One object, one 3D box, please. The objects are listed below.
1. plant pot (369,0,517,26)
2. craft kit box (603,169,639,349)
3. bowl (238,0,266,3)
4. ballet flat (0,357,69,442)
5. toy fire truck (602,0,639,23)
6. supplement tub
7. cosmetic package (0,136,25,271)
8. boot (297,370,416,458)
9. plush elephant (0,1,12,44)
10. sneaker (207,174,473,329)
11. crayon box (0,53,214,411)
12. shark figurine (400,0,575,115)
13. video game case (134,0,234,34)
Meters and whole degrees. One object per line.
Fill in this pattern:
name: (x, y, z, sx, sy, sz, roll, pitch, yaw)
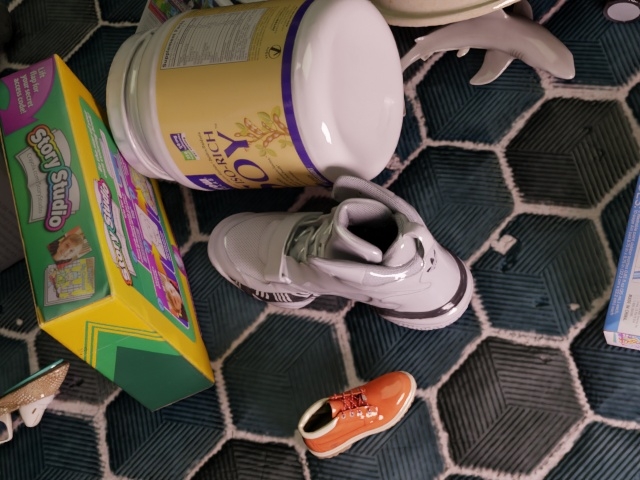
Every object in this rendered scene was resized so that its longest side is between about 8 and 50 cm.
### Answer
plant pot: (0.156, -0.500, 1.590, 0.333, 0.305, 0.334, -17, 35, 12)
craft kit box: (0.483, 0.023, 1.434, 0.246, 0.061, 0.250, 9, 69, 25)
bowl: (-0.072, -0.477, 1.787, 0.298, 0.298, 0.134, -48, 16, -7)
ballet flat: (-0.419, 0.232, 1.647, 0.206, 0.073, 0.067, -28, 87, 8)
toy fire truck: (0.447, -0.377, 1.527, 0.217, 0.246, 0.158, 1, 65, 19)
supplement tub: (-0.085, -0.186, 1.572, 0.331, 0.241, 0.241, -1, 64, 31)
cosmetic package: (-0.624, -0.001, 1.728, 0.453, 0.230, 0.161, -31, 59, 2)
boot: (0.044, 0.204, 1.480, 0.158, 0.084, 0.059, -34, 58, -1)
plush elephant: (-0.649, -0.245, 1.849, 0.255, 0.330, 0.272, -28, 65, 26)
sneaker: (0.000, 0.000, 1.520, 0.365, 0.210, 0.137, 12, 69, 24)
crayon box: (-0.277, -0.003, 1.557, 0.106, 0.313, 0.363, -24, 60, 7)
shark figurine: (0.195, -0.282, 1.649, 0.278, 0.116, 0.166, -7, 62, 14)
video game case: (-0.196, -0.300, 1.781, 0.201, 0.023, 0.183, 50, 128, 31)
